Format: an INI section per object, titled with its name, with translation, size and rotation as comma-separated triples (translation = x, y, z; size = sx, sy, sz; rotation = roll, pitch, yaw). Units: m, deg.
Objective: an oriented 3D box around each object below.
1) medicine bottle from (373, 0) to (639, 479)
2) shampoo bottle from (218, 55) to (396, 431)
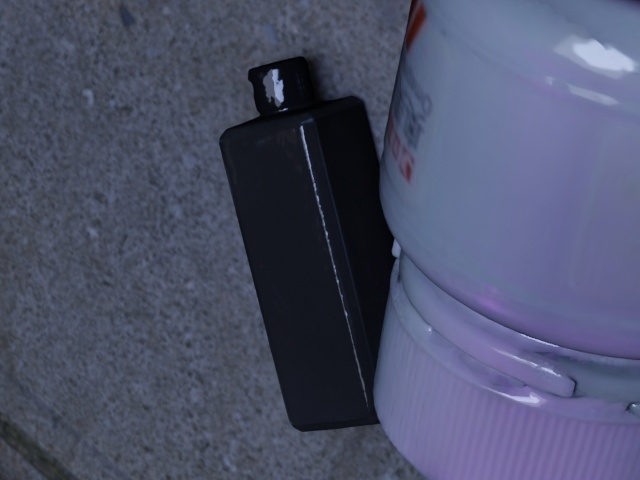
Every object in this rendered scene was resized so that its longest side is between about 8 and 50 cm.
[medicine bottle]
translation = 0.158, -0.026, 1.102
size = 0.256, 0.256, 0.325
rotation = 27, 126, 24
[shampoo bottle]
translation = 0.000, 0.000, 1.314
size = 0.079, 0.080, 0.246
rotation = -10, 98, 32
